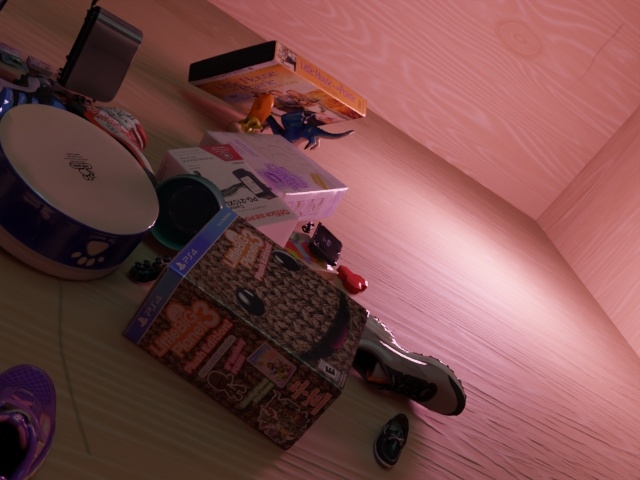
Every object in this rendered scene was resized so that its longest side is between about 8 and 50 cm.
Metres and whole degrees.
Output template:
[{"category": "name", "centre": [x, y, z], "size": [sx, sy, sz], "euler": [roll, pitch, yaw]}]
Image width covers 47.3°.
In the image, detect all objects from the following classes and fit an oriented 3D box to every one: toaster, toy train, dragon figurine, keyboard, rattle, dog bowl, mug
[{"category": "toaster", "centre": [-0.436, -0.376, 1.452], "size": [0.110, 0.185, 0.168], "euler": [25, 12, -25]}, {"category": "toy train", "centre": [-0.252, 0.044, 1.194], "size": [0.036, 0.027, 0.158], "euler": [45, 21, 13]}, {"category": "dragon figurine", "centre": [-0.060, -0.319, 2.042], "size": [0.085, 0.289, 0.144], "euler": [-15, 93, -63]}, {"category": "keyboard", "centre": [0.000, 0.000, 1.640], "size": [0.108, 0.023, 0.180], "euler": [44, 14, -6]}, {"category": "rattle", "centre": [-0.162, -0.288, 1.905], "size": [0.130, 0.143, 0.199], "euler": [53, 11, -13]}, {"category": "dog bowl", "centre": [-0.377, -0.074, 1.082], "size": [0.265, 0.104, 0.265], "euler": [37, 25, -20]}, {"category": "mug", "centre": [-0.219, -0.041, 1.271], "size": [0.157, 0.129, 0.097], "euler": [47, 5, -6]}]

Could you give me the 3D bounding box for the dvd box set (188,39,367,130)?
[{"category": "dvd box set", "centre": [-0.110, -0.413, 2.028], "size": [0.420, 0.308, 0.062], "euler": [20, 71, -53]}]

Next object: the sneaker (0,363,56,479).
[{"category": "sneaker", "centre": [-0.302, 0.187, 0.699], "size": [0.095, 0.104, 0.236], "euler": [31, 20, -13]}]

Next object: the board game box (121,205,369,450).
[{"category": "board game box", "centre": [-0.098, 0.120, 1.091], "size": [0.291, 0.141, 0.232], "euler": [36, 26, -4]}]

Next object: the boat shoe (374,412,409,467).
[{"category": "boat shoe", "centre": [0.120, 0.324, 1.192], "size": [0.046, 0.038, 0.125], "euler": [39, 20, 5]}]

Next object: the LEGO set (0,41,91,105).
[{"category": "LEGO set", "centre": [-0.557, -0.314, 1.459], "size": [0.182, 0.060, 0.244], "euler": [23, 13, -34]}]

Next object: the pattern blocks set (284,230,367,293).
[{"category": "pattern blocks set", "centre": [-0.049, 0.028, 1.566], "size": [0.285, 0.026, 0.325], "euler": [45, 22, 20]}]

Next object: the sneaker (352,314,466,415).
[{"category": "sneaker", "centre": [0.142, 0.247, 1.337], "size": [0.272, 0.100, 0.108], "euler": [33, 35, -2]}]

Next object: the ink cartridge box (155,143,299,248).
[{"category": "ink cartridge box", "centre": [-0.183, -0.072, 1.417], "size": [0.237, 0.100, 0.172], "euler": [46, 34, 21]}]

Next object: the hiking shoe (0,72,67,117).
[{"category": "hiking shoe", "centre": [-0.496, -0.190, 1.174], "size": [0.132, 0.113, 0.304], "euler": [46, 25, -3]}]

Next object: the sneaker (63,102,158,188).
[{"category": "sneaker", "centre": [-0.360, -0.166, 1.376], "size": [0.270, 0.090, 0.145], "euler": [41, 23, 17]}]

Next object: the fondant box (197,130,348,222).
[{"category": "fondant box", "centre": [-0.109, -0.147, 1.693], "size": [0.238, 0.096, 0.330], "euler": [39, 22, 17]}]
